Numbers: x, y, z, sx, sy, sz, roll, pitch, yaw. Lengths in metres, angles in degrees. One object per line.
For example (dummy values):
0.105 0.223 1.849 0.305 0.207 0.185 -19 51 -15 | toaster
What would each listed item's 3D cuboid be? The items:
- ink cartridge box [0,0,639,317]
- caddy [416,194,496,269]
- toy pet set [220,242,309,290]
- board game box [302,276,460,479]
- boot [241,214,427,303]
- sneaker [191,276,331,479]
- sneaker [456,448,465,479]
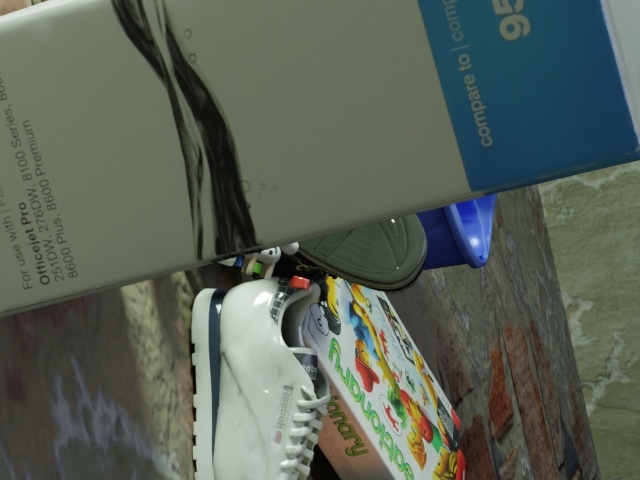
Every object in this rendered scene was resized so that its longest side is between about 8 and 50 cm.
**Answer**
-0.013 -0.098 1.094 0.285 0.395 0.166 -46 121 -73 | ink cartridge box
0.096 -0.118 1.944 0.241 0.179 0.341 -86 158 -49 | caddy
-0.072 -0.015 1.376 0.114 0.122 0.065 16 90 -32 | toy pet set
0.041 0.134 1.697 0.305 0.053 0.193 59 25 -32 | board game box
0.000 -0.002 1.466 0.085 0.236 0.178 -52 151 -15 | boot
-0.039 0.142 1.394 0.090 0.095 0.235 38 45 -71 | sneaker
0.153 0.333 1.917 0.107 0.118 0.279 63 21 -47 | sneaker
